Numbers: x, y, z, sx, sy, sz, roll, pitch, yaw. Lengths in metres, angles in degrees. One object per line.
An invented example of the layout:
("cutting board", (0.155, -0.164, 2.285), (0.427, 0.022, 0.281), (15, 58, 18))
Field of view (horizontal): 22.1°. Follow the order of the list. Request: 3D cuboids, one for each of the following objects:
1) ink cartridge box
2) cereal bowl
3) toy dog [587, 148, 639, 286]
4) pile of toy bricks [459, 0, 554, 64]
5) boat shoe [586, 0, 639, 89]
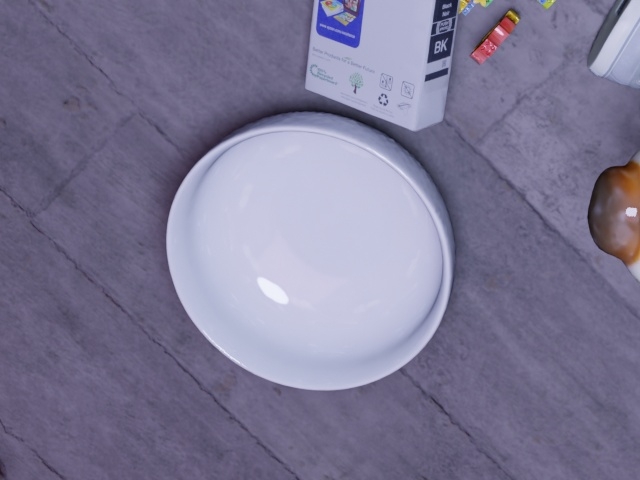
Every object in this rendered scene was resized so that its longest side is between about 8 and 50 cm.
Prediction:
("ink cartridge box", (0.076, -0.300, 1.785), (0.165, 0.065, 0.333), (26, 123, 33))
("cereal bowl", (0.000, 0.000, 1.927), (0.339, 0.141, 0.339), (6, 114, 15))
("toy dog", (0.420, -0.068, 1.571), (0.284, 0.408, 0.395), (15, 130, 18))
("pile of toy bricks", (0.205, -0.291, 1.758), (0.118, 0.105, 0.212), (41, 118, -3))
("boat shoe", (0.371, -0.260, 1.746), (0.081, 0.079, 0.227), (25, 121, -9))
